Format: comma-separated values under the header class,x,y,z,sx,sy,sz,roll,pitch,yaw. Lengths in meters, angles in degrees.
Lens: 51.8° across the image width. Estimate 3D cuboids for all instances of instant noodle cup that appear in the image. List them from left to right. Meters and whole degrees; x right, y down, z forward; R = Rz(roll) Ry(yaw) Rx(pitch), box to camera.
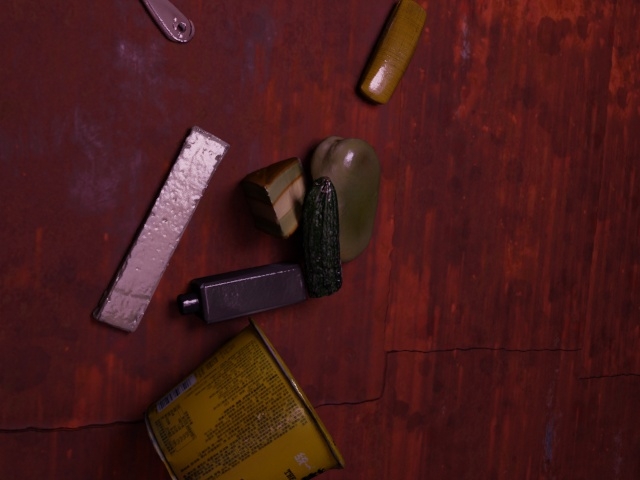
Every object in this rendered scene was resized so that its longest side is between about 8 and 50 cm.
class,x,y,z,sx,sy,sz,roll,pitch,yaw
instant noodle cup,-0.145,0.339,1.188,0.254,0.325,0.326,-32,108,-12

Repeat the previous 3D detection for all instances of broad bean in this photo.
class,x,y,z,sx,sy,sz,roll,pitch,yaw
broad bean,0.048,-0.085,1.347,0.189,0.121,0.263,-14,117,-45

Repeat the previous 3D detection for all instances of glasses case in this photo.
class,x,y,z,sx,sy,sz,roll,pitch,yaw
glasses case,0.155,-0.398,1.394,0.079,0.064,0.234,28,82,-24

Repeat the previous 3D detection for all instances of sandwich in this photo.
class,x,y,z,sx,sy,sz,roll,pitch,yaw
sandwich,-0.056,-0.086,1.254,0.144,0.187,0.117,-25,106,-17

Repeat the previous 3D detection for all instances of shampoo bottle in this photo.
class,x,y,z,sx,sy,sz,roll,pitch,yaw
shampoo bottle,-0.153,0.101,1.276,0.246,0.080,0.079,-10,98,-25

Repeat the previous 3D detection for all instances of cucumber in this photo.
class,x,y,z,sx,sy,sz,roll,pitch,yaw
cucumber,-0.001,0.001,1.259,0.077,0.077,0.265,-19,121,-24

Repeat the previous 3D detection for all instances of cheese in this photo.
class,x,y,z,sx,sy,sz,roll,pitch,yaw
cheese,-0.292,-0.022,1.220,0.085,0.034,0.400,30,81,-26

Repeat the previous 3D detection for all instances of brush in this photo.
class,x,y,z,sx,sy,sz,roll,pitch,yaw
brush,-0.331,-0.473,1.144,0.072,0.067,0.313,-48,115,-16
